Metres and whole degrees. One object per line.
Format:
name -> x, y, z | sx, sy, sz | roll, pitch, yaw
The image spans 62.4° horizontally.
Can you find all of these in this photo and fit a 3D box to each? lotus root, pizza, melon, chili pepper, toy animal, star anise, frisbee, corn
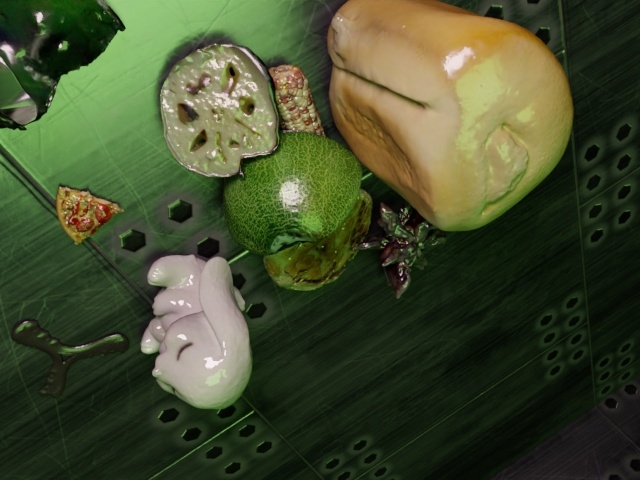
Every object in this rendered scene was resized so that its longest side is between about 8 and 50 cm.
lotus root -> -0.154, -0.204, 0.844 | 0.183, 0.078, 0.204 | -1, 106, -1
pizza -> -0.396, -0.048, 0.870 | 0.100, 0.029, 0.099 | -37, 129, 0
melon -> -0.065, -0.080, 0.875 | 0.265, 0.169, 0.129 | -17, 134, 13
chili pepper -> -0.397, -0.244, 0.682 | 0.264, 0.116, 0.148 | -39, 127, 1
toy animal -> -0.212, 0.179, 0.965 | 0.205, 0.265, 0.272 | 1, 119, -29
star anise -> 0.186, 0.009, 1.142 | 0.212, 0.129, 0.283 | -49, 149, -9
frisbee -> -0.493, 0.238, 1.023 | 0.211, 0.012, 0.187 | 12, 115, -34
corn -> -0.031, -0.196, 0.925 | 0.079, 0.079, 0.237 | -29, 130, -7

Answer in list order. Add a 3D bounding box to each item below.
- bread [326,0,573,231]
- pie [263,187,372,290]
bread -> 0.194, -0.209, 0.837 | 0.252, 0.376, 0.348 | -24, 127, -11
pie -> 0.000, 0.000, 1.054 | 0.274, 0.055, 0.274 | -28, 144, -23
